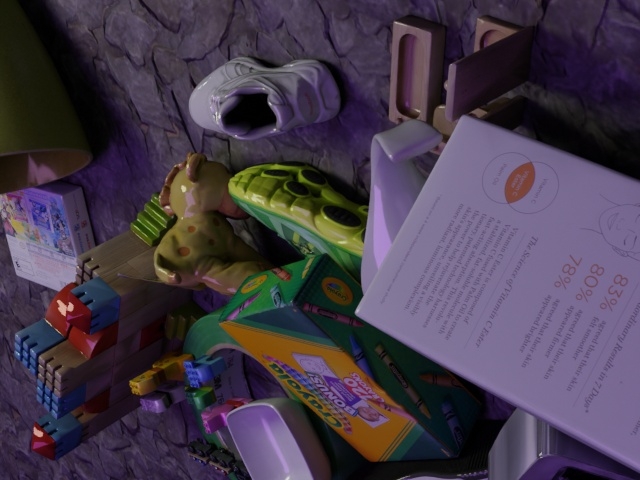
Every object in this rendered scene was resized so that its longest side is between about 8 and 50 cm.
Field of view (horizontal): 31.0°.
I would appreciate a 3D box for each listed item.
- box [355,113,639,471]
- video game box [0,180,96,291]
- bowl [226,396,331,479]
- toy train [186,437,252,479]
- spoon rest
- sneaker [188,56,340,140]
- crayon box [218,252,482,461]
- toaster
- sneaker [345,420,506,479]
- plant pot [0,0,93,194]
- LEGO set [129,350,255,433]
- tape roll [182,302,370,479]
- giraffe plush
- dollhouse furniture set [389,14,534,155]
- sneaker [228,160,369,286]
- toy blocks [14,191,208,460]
[{"bbox_3d":[0.243,0.063,1.016,0.345,0.168,0.215,27,86,34],"label":"box"},{"bbox_3d":[-0.440,-0.012,1.861,0.205,0.048,0.187,15,126,41],"label":"video game box"},{"bbox_3d":[-0.046,0.261,1.462,0.142,0.053,0.142,-23,94,55],"label":"bowl"},{"bbox_3d":[-0.137,0.314,1.633,0.158,0.027,0.036,12,132,47],"label":"toy train"},{"bbox_3d":[0.097,-0.019,1.186,0.276,0.137,0.084,78,165,-46],"label":"spoon rest"},{"bbox_3d":[-0.093,-0.160,1.345,0.232,0.115,0.090,-1,112,47],"label":"sneaker"},{"bbox_3d":[0.034,0.144,1.348,0.278,0.081,0.165,44,148,-19],"label":"crayon box"},{"bbox_3d":[0.260,0.230,1.167,0.185,0.110,0.168,18,134,-5],"label":"toaster"},{"bbox_3d":[0.174,0.331,1.372,0.295,0.124,0.178,-24,105,40],"label":"sneaker"},{"bbox_3d":[-0.490,-0.230,1.643,0.274,0.274,0.294,-20,82,50],"label":"plant pot"},{"bbox_3d":[-0.198,0.205,1.580,0.227,0.093,0.087,-1,111,52],"label":"LEGO set"},{"bbox_3d":[-0.061,0.232,1.573,0.321,0.077,0.321,30,134,37],"label":"tape roll"},{"bbox_3d":[-0.142,-0.021,1.472,0.181,0.210,0.171,2,81,60],"label":"giraffe plush"},{"bbox_3d":[0.105,-0.146,1.138,0.151,0.123,0.144,26,131,34],"label":"dollhouse furniture set"},{"bbox_3d":[0.000,0.000,1.354,0.295,0.109,0.124,31,129,30],"label":"sneaker"},{"bbox_3d":[-0.318,0.146,1.663,0.190,0.261,0.381,38,136,24],"label":"toy blocks"}]
